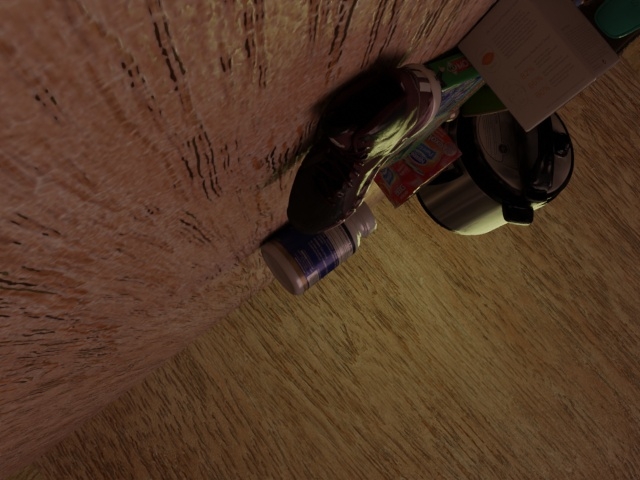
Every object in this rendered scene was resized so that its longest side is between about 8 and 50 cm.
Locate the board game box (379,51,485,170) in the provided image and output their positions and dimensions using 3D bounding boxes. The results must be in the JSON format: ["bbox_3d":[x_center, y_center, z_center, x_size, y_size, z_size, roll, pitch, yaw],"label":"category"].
[{"bbox_3d":[0.153,-0.205,0.955,0.213,0.046,0.317,-30,173,-34],"label":"board game box"}]

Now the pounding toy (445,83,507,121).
[{"bbox_3d":[0.375,-0.349,1.235,0.236,0.110,0.183,-9,-165,16],"label":"pounding toy"}]

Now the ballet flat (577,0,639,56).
[{"bbox_3d":[0.608,-0.469,1.163,0.182,0.164,0.483,-44,-176,-22],"label":"ballet flat"}]

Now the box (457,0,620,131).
[{"bbox_3d":[0.311,-0.272,0.792,0.091,0.171,0.130,-34,175,-34],"label":"box"}]

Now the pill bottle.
[{"bbox_3d":[0.000,0.000,1.333,0.264,0.153,0.153,-37,176,-18],"label":"pill bottle"}]

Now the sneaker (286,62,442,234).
[{"bbox_3d":[0.019,-0.112,0.685,0.281,0.106,0.162,-50,166,25],"label":"sneaker"}]

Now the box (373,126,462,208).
[{"bbox_3d":[0.209,-0.181,1.280,0.122,0.128,0.257,-37,177,-9],"label":"box"}]

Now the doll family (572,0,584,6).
[{"bbox_3d":[0.449,-0.410,1.099,0.111,0.076,0.193,-38,155,-25],"label":"doll family"}]

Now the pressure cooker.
[{"bbox_3d":[0.510,-0.240,1.590,0.375,0.370,0.420,-40,-179,-26],"label":"pressure cooker"}]
